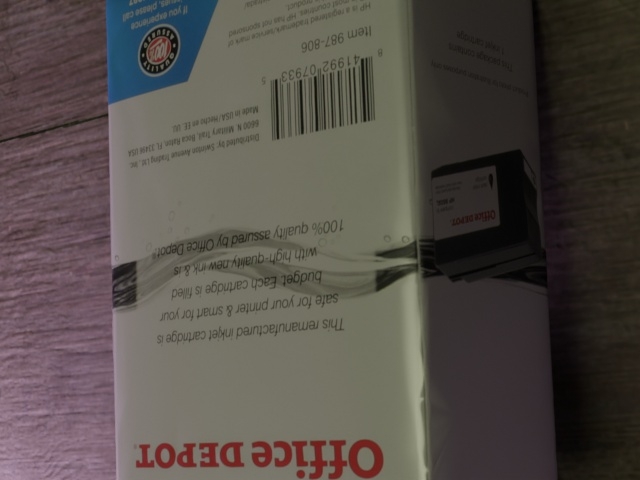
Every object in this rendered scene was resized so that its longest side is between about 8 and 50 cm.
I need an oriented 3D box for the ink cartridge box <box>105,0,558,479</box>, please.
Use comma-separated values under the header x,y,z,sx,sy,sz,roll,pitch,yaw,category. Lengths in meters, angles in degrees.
x,y,z,sx,sy,sz,roll,pitch,yaw,category
0.000,0.000,0.966,0.285,0.166,0.394,-8,81,40,ink cartridge box
